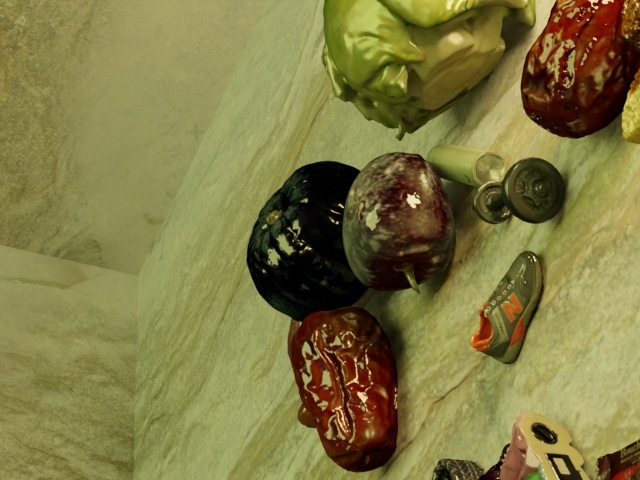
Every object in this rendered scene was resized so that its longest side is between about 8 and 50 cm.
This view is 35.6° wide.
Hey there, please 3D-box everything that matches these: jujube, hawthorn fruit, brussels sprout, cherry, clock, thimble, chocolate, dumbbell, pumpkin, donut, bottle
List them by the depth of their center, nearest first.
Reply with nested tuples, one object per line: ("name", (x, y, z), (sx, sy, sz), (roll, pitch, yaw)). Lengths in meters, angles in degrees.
("chocolate", (0.427, 0.296, 1.318), (0.182, 0.028, 0.086), (130, 150, -51))
("donut", (0.488, -0.240, 1.367), (0.112, 0.151, 0.295), (120, 161, -62))
("clock", (0.304, 0.384, 1.471), (0.194, 0.100, 0.195), (-107, 36, -50))
("jujube", (0.411, -0.278, 1.541), (0.243, 0.183, 0.183), (-64, 23, 6))
("thimble", (0.231, 0.417, 1.672), (0.095, 0.066, 0.104), (132, 146, -54))
("dumbbell", (0.323, -0.073, 1.713), (0.254, 0.110, 0.110), (162, 119, -71))
("bottle", (0.275, -0.144, 1.904), (0.201, 0.072, 0.072), (-155, 80, -68))
("brussels sprout", (0.176, -0.442, 1.906), (0.425, 0.342, 0.361), (-45, 68, 34))
("cherry", (0.151, -0.029, 1.925), (0.255, 0.218, 0.296), (89, 180, -58))
("jujube", (0.053, 0.297, 2.018), (0.216, 0.216, 0.342), (-52, 46, 46))
("pumpkin", (0.000, 0.000, 2.187), (0.363, 0.266, 0.363), (-51, 17, 22))
("hawthorn fruit", (-0.018, 0.381, 2.292), (0.067, 0.067, 0.103), (-136, 50, -66))

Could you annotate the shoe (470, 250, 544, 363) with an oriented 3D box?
("shoe", (0.308, 0.108, 1.657), (0.074, 0.077, 0.194), (-147, 72, -68))

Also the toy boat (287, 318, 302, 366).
("toy boat", (-0.020, 0.203, 2.388), (0.141, 0.099, 0.318), (2, -75, -70))
